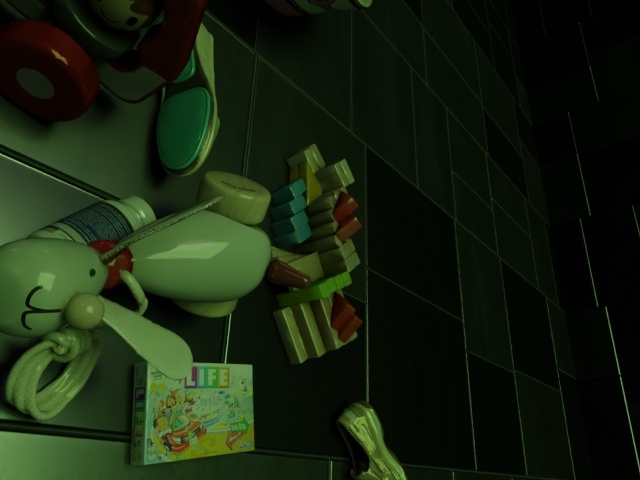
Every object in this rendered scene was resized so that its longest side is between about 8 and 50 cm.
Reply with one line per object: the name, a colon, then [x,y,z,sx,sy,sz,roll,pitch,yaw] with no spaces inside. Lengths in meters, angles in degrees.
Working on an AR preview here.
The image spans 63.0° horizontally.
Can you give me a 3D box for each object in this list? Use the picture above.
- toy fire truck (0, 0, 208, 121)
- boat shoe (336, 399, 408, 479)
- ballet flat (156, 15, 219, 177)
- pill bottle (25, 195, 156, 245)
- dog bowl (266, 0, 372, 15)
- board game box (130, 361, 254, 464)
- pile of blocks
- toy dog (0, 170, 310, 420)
toy fire truck: [-0.234,-0.268,0.475,0.302,0.254,0.169,43,45,-34]
boat shoe: [0.075,0.348,0.806,0.072,0.068,0.189,-24,85,-42]
ballet flat: [-0.167,-0.187,0.691,0.086,0.086,0.248,16,62,-50]
pill bottle: [-0.227,-0.001,0.532,0.120,0.067,0.067,-43,111,-52]
dog bowl: [-0.051,-0.573,0.881,0.408,0.151,0.407,-13,90,-68]
board game box: [-0.141,0.194,0.600,0.154,0.026,0.103,17,62,-49]
pile of blocks: [0.000,0.000,0.800,0.149,0.113,0.361,18,61,-49]
toy dog: [-0.122,0.038,0.504,0.333,0.161,0.220,-46,152,-51]
